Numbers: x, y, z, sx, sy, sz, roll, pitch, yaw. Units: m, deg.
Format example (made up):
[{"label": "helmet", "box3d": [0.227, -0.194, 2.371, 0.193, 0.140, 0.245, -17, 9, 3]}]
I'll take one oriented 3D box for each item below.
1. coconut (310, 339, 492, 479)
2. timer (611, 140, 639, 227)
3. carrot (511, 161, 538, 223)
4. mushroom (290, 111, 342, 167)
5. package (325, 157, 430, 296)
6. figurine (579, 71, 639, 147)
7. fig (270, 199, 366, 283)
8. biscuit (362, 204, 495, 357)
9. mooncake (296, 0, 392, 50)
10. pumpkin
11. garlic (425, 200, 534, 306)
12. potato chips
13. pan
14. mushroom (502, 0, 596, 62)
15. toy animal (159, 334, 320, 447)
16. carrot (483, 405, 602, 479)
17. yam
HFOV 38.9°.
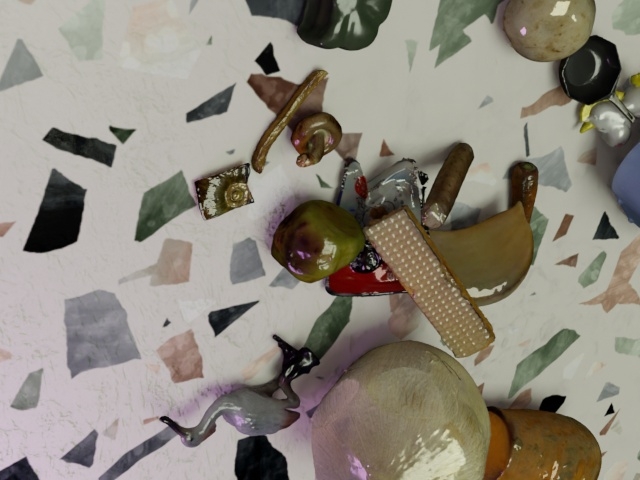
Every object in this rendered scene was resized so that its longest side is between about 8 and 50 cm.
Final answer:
[{"label": "coconut", "box3d": [0.145, 0.384, 1.727, 0.360, 0.346, 0.346, -42, 144, -58]}, {"label": "timer", "box3d": [0.797, -0.179, 1.916, 0.395, 0.173, 0.395, -28, 145, -22]}, {"label": "carrot", "box3d": [0.412, -0.084, 1.842, 0.055, 0.055, 0.161, -19, 126, -22]}, {"label": "mushroom", "box3d": [-0.015, -0.167, 1.503, 0.088, 0.073, 0.129, -52, 178, 39]}, {"label": "package", "box3d": [0.105, -0.023, 1.656, 0.194, 0.071, 0.269, 2, 119, 7]}, {"label": "figurine", "box3d": [0.606, -0.262, 1.846, 0.178, 0.109, 0.130, -32, 124, 5]}, {"label": "fig", "box3d": [0.000, 0.000, 1.571, 0.165, 0.144, 0.154, -18, 137, -27]}, {"label": "biscuit", "box3d": [0.204, 0.081, 1.662, 0.094, 0.054, 0.379, -30, 121, 15]}, {"label": "mooncake", "box3d": [0.030, -0.380, 1.403, 0.168, 0.104, 0.175, -35, 126, -3]}, {"label": "pumpkin", "box3d": [-0.159, -0.083, 1.497, 0.101, 0.035, 0.073, -18, 113, -19]}, {"label": "garlic", "box3d": [0.256, 0.034, 1.781, 0.338, 0.151, 0.196, -7, 98, -17]}, {"label": "potato chips", "box3d": [-0.056, -0.201, 1.498, 0.037, 0.026, 0.204, 29, 98, -43]}, {"label": "pan", "box3d": [0.530, -0.301, 1.773, 0.128, 0.048, 0.202, -26, 114, -8]}, {"label": "mushroom", "box3d": [0.405, -0.399, 1.615, 0.166, 0.127, 0.166, -4, 128, -5]}, {"label": "toy animal", "box3d": [-0.142, 0.313, 1.693, 0.324, 0.090, 0.195, -30, 122, -26]}, {"label": "carrot", "box3d": [0.493, 0.501, 2.118, 0.340, 0.224, 0.224, 20, 104, -31]}, {"label": "yam", "box3d": [0.232, -0.102, 1.632, 0.241, 0.056, 0.057, -56, 145, -48]}]
